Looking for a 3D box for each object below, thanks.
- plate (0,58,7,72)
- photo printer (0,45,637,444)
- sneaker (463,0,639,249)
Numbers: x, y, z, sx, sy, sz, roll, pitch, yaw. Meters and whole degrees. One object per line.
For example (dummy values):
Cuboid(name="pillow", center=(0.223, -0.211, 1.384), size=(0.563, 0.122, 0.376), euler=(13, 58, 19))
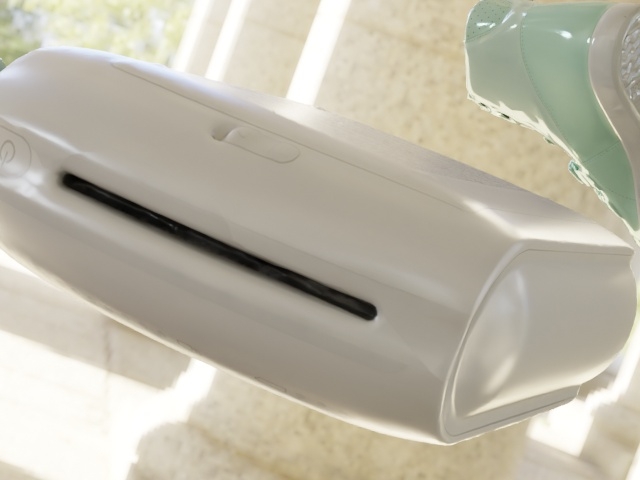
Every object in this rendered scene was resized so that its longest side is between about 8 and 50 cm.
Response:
Cuboid(name="plate", center=(-0.325, -0.107, 1.274), size=(0.188, 0.188, 0.024), euler=(19, -31, -16))
Cuboid(name="photo printer", center=(0.000, 0.000, 0.737), size=(0.256, 0.107, 0.307), euler=(23, 7, 20))
Cuboid(name="sneaker", center=(0.190, -0.082, 1.120), size=(0.151, 0.094, 0.256), euler=(18, -27, 39))
